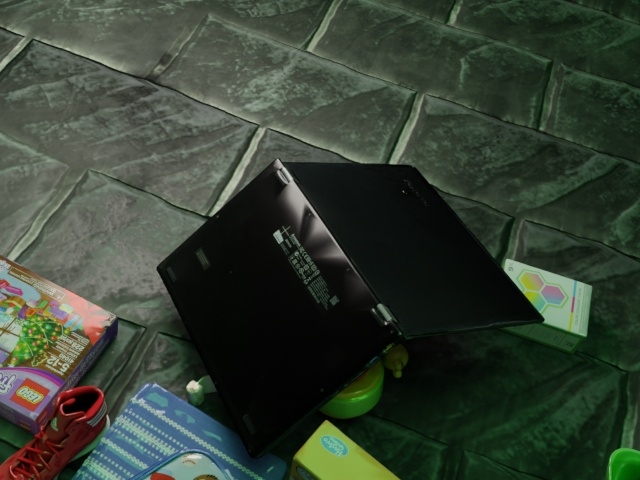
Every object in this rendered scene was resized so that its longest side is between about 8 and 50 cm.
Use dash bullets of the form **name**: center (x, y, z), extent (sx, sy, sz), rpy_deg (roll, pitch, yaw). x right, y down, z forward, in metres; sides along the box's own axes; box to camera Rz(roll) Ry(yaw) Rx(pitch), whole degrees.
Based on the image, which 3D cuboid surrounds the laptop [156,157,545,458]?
- **laptop**: center (0.032, 0.077, 1.333), extent (0.408, 0.236, 0.382), rpy_deg (-41, 51, 8)

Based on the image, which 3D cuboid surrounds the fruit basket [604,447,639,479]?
- **fruit basket**: center (0.450, 0.421, 1.068), extent (0.283, 0.392, 0.392), rpy_deg (16, 50, 1)

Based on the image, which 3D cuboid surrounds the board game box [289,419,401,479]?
- **board game box**: center (0.099, 0.382, 1.096), extent (0.317, 0.242, 0.064), rpy_deg (36, 61, 17)

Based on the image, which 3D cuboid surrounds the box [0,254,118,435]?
- **box**: center (-0.472, 0.129, 1.293), extent (0.293, 0.057, 0.201), rpy_deg (26, 52, 8)

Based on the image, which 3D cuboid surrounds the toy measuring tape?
- **toy measuring tape**: center (-0.023, 0.216, 1.297), extent (0.330, 0.121, 0.121), rpy_deg (-13, 55, -12)

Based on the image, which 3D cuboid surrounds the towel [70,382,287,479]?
- **towel**: center (-0.221, 0.368, 1.178), extent (0.243, 0.040, 0.336), rpy_deg (29, 53, 8)

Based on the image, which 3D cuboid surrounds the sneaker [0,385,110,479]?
- **sneaker**: center (-0.366, 0.269, 1.158), extent (0.087, 0.128, 0.221), rpy_deg (30, 52, 12)

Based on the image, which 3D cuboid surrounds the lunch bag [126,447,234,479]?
- **lunch bag**: center (-0.161, 0.422, 1.062), extent (0.243, 0.115, 0.303), rpy_deg (-26, 64, -27)

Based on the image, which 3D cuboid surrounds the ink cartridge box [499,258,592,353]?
- **ink cartridge box**: center (0.341, 0.101, 1.495), extent (0.209, 0.062, 0.109), rpy_deg (19, 51, 3)
